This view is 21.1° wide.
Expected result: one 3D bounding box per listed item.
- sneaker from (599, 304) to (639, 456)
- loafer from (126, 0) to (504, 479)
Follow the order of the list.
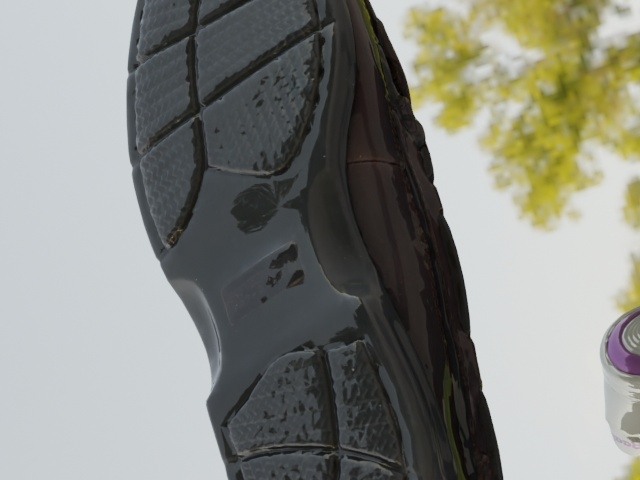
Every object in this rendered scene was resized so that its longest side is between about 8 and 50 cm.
[{"bbox_3d":[0.378,0.098,1.523,0.114,0.305,0.152,-125,23,-48],"label":"sneaker"},{"bbox_3d":[0.000,0.000,0.662,0.095,0.109,0.302,24,-135,-51],"label":"loafer"}]
